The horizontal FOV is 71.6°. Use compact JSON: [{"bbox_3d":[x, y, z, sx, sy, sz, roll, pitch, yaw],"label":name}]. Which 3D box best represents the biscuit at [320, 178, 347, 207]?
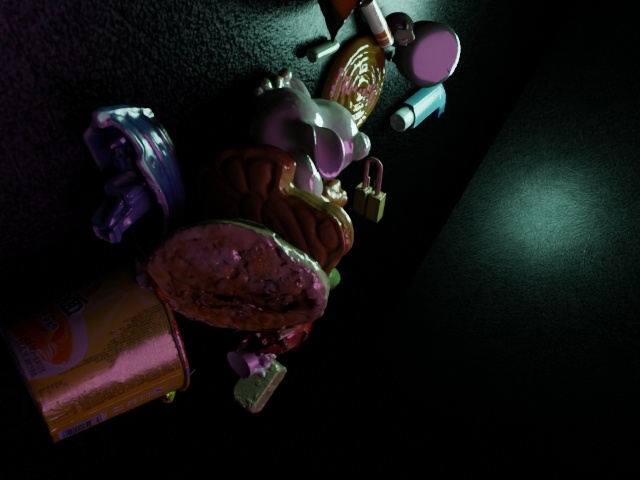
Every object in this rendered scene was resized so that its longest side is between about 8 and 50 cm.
[{"bbox_3d":[-0.082,-0.017,1.076,0.312,0.110,0.318,-31,161,-44],"label":"biscuit"}]

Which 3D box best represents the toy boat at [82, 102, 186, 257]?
[{"bbox_3d":[-0.286,-0.073,0.672,0.142,0.129,0.309,-58,167,-36],"label":"toy boat"}]

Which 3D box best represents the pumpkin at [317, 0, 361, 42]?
[{"bbox_3d":[0.057,-0.539,0.823,0.312,0.148,0.169,-54,-164,1],"label":"pumpkin"}]

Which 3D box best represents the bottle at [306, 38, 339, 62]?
[{"bbox_3d":[0.006,-0.407,0.949,0.083,0.030,0.030,-41,151,-34],"label":"bottle"}]

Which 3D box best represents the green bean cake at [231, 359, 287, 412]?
[{"bbox_3d":[-0.208,0.476,1.496,0.179,0.109,0.085,-54,156,-7],"label":"green bean cake"}]

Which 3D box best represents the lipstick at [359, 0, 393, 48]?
[{"bbox_3d":[0.131,-0.505,1.028,0.038,0.038,0.131,-57,144,-3],"label":"lipstick"}]

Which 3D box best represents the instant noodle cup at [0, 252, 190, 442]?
[{"bbox_3d":[-0.362,0.173,0.707,0.200,0.264,0.264,-25,141,-36],"label":"instant noodle cup"}]

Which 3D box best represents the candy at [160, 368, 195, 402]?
[{"bbox_3d":[-0.374,0.383,1.179,0.123,0.035,0.035,-39,154,-51],"label":"candy"}]

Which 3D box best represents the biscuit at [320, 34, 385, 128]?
[{"bbox_3d":[0.090,-0.383,1.129,0.262,0.037,0.261,-44,152,-30],"label":"biscuit"}]

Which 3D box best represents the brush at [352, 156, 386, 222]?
[{"bbox_3d":[0.165,-0.173,1.439,0.047,0.103,0.233,-43,151,-35],"label":"brush"}]

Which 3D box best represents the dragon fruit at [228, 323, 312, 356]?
[{"bbox_3d":[-0.125,0.236,1.275,0.274,0.192,0.193,-46,132,-26],"label":"dragon fruit"}]

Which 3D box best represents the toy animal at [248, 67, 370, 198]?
[{"bbox_3d":[-0.031,-0.199,0.888,0.182,0.247,0.310,-53,171,20],"label":"toy animal"}]

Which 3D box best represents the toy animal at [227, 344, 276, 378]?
[{"bbox_3d":[-0.171,0.338,1.390,0.221,0.131,0.103,-33,131,-48],"label":"toy animal"}]

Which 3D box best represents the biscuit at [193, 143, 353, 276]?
[{"bbox_3d":[-0.110,-0.023,0.831,0.351,0.312,0.057,-21,-164,42],"label":"biscuit"}]

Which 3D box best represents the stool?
[{"bbox_3d":[0.258,-0.510,1.154,0.153,0.139,0.228,-33,125,9],"label":"stool"}]

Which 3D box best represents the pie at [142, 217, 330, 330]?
[{"bbox_3d":[-0.143,0.082,0.768,0.339,0.340,0.077,86,9,-53],"label":"pie"}]

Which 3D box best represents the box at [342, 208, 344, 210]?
[{"bbox_3d":[0.000,0.000,1.404,0.213,0.042,0.201,-34,144,-41],"label":"box"}]

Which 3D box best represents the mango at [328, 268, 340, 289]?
[{"bbox_3d":[-0.030,0.091,1.294,0.195,0.130,0.091,17,116,-26],"label":"mango"}]

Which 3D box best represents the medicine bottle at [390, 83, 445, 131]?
[{"bbox_3d":[0.324,-0.430,1.457,0.258,0.079,0.124,-41,151,-31],"label":"medicine bottle"}]
